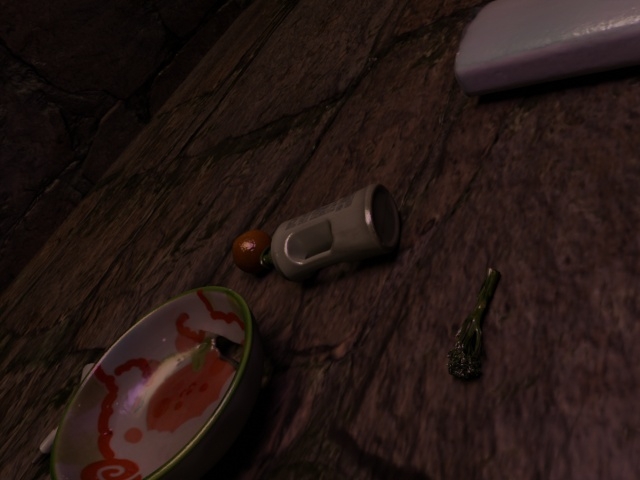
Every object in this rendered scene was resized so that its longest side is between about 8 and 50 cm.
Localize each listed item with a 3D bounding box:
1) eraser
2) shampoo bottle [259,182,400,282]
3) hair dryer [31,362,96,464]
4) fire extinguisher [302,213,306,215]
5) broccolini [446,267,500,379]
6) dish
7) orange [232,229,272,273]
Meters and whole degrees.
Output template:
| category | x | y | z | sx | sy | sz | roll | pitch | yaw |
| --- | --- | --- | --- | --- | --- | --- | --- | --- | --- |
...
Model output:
| category | x | y | z | sx | sy | sz | roll | pitch | yaw |
| --- | --- | --- | --- | --- | --- | --- | --- | --- | --- |
| eraser | 0.355 | -0.313 | 0.717 | 0.290 | 0.104 | 0.189 | 5 | 52 | 49 |
| shampoo bottle | 0.000 | 0.000 | 0.757 | 0.234 | 0.087 | 0.118 | -21 | 38 | 32 |
| hair dryer | -0.486 | 0.342 | 0.938 | 0.183 | 0.044 | 0.155 | -42 | 30 | 8 |
| fire extinguisher | -0.006 | -0.033 | 0.840 | 0.100 | 0.046 | 0.032 | -2 | 93 | 53 |
| broccolini | 0.173 | 0.086 | 0.533 | 0.035 | 0.030 | 0.140 | 6 | 52 | 40 |
| dish | -0.198 | 0.225 | 0.690 | 0.324 | 0.124 | 0.324 | -24 | 34 | 17 |
| orange | -0.119 | 0.018 | 0.875 | 0.085 | 0.085 | 0.085 | -28 | 36 | 23 |
